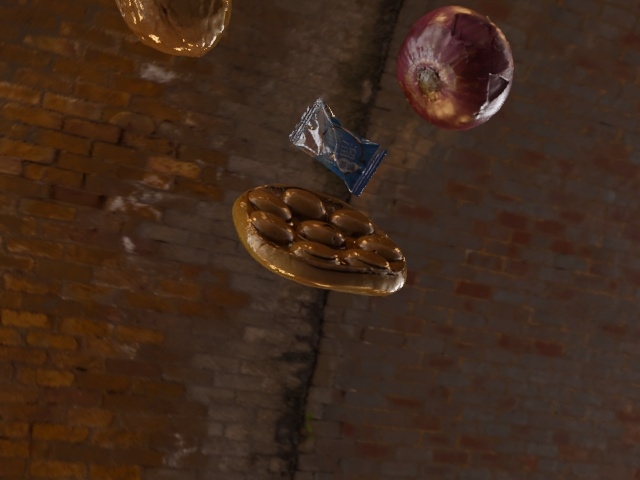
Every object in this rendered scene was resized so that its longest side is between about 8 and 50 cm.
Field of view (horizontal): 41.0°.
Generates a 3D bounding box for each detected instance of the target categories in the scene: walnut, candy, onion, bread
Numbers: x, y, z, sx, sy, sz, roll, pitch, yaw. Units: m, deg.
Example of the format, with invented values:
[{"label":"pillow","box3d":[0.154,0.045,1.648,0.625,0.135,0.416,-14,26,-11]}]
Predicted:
[{"label":"walnut","box3d":[-0.177,-0.307,1.011,0.144,0.144,0.180,-27,-63,-20]},{"label":"candy","box3d":[0.023,-0.134,1.198,0.136,0.088,0.038,41,-141,12]},{"label":"onion","box3d":[0.194,-0.246,1.230,0.153,0.177,0.177,0,-86,-46]},{"label":"bread","box3d":[0.000,0.000,0.495,0.110,0.110,0.024,10,-64,-25]}]
